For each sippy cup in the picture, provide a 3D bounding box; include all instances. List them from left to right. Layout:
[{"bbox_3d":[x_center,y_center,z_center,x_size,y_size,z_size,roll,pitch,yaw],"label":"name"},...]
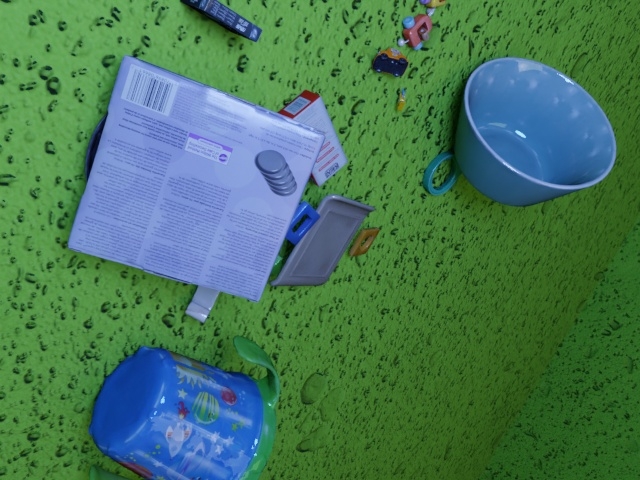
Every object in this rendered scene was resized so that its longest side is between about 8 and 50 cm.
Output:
[{"bbox_3d":[-0.228,0.287,0.865,0.224,0.240,0.305,45,60,-39],"label":"sippy cup"}]

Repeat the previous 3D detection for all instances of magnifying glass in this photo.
[{"bbox_3d":[0.311,-0.178,1.172,0.231,0.026,0.092,-36,137,-20],"label":"magnifying glass"}]

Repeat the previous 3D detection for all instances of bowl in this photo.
[{"bbox_3d":[0.394,-0.190,1.067,0.312,0.311,0.163,-28,162,-26],"label":"bowl"}]

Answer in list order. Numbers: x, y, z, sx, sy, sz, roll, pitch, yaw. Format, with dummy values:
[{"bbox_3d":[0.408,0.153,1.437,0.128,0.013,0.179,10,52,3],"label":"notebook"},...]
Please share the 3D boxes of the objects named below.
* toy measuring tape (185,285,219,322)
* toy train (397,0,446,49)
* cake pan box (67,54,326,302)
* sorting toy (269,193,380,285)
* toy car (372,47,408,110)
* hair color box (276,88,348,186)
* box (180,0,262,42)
[{"bbox_3d":[-0.129,-0.011,0.805,0.121,0.121,0.330,18,104,-48],"label":"toy measuring tape"},{"bbox_3d":[0.165,-0.395,0.866,0.125,0.046,0.166,-45,139,-10],"label":"toy train"},{"bbox_3d":[-0.160,-0.071,0.684,0.267,0.070,0.245,17,102,-16],"label":"cake pan box"},{"bbox_3d":[0.000,0.000,0.974,0.196,0.047,0.348,-55,155,13],"label":"sorting toy"},{"bbox_3d":[0.119,-0.281,0.927,0.122,0.060,0.040,81,12,-59],"label":"toy car"},{"bbox_3d":[-0.013,-0.162,0.867,0.072,0.043,0.141,-41,137,-13],"label":"hair color box"},{"bbox_3d":[-0.122,-0.278,0.666,0.083,0.067,0.018,16,106,-48],"label":"box"}]
